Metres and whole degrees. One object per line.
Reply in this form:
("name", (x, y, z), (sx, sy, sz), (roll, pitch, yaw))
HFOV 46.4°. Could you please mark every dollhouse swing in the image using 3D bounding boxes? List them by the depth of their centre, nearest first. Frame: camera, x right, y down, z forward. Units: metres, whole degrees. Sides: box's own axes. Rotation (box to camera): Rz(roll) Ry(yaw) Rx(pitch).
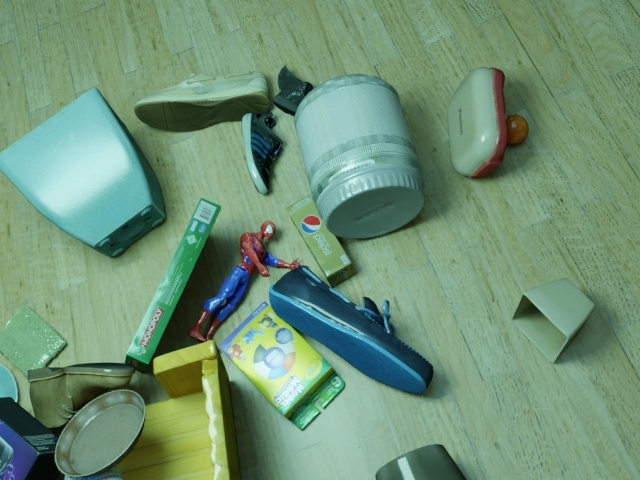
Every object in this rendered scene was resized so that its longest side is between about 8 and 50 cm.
("dollhouse swing", (-0.292, 0.395, 1.266), (0.304, 0.315, 0.347), (-8, 64, -4))

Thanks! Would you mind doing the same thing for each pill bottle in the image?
("pill bottle", (-0.348, 0.420, 1.210), (0.087, 0.087, 0.160), (-50, 40, -12))

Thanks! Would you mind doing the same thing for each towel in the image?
("towel", (-0.603, 0.209, 1.545), (0.148, 0.027, 0.110), (31, 74, 24))

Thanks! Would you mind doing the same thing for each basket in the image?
("basket", (0.188, 0.460, 1.200), (0.204, 0.154, 0.227), (-26, 59, 2))

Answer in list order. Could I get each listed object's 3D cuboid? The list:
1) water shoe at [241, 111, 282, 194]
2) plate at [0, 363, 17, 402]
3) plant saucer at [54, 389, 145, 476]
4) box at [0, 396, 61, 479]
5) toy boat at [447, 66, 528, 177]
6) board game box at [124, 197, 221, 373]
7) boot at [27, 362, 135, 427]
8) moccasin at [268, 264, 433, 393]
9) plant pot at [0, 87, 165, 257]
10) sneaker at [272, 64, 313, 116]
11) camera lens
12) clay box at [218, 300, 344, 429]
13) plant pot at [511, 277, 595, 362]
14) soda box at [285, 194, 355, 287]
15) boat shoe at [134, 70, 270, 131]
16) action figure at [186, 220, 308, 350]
("water shoe", (-0.120, -0.197, 1.607), (0.080, 0.073, 0.203), (-13, 64, 3))
("plate", (-0.693, 0.335, 1.508), (0.188, 0.024, 0.188), (-5, 66, 10))
("plant saucer", (-0.359, 0.323, 1.237), (0.168, 0.029, 0.168), (-18, 35, 13))
("box", (-0.603, 0.445, 1.361), (0.184, 0.103, 0.261), (29, 90, 25))
("toy boat", (0.350, -0.235, 1.507), (0.151, 0.151, 0.231), (9, 65, -17))
("board game box", (-0.285, 0.092, 1.432), (0.046, 0.213, 0.317), (25, 70, -9))
("boot", (-0.445, 0.286, 1.393), (0.305, 0.112, 0.115), (-16, 71, 41))
("moccasin", (0.066, 0.145, 1.365), (0.342, 0.138, 0.117), (33, 58, 13))
("plant pot", (-0.462, -0.112, 1.552), (0.247, 0.247, 0.252), (-38, 81, -7))
("sneaker", (-0.041, -0.316, 1.657), (0.170, 0.051, 0.089), (34, 81, 27))
("camera lens", (0.075, -0.169, 1.470), (0.219, 0.219, 0.274), (-16, 63, 4))
("clay box", (-0.073, 0.234, 1.408), (0.127, 0.053, 0.222), (-45, 64, -10))
("plant pot", (0.421, 0.132, 1.328), (0.096, 0.109, 0.109), (-32, 62, -17))
("soda box", (0.000, 0.000, 1.496), (0.058, 0.061, 0.181), (-29, 63, -2))
("boat shoe", (-0.265, -0.322, 1.680), (0.302, 0.109, 0.098), (-8, 59, 2))
("action figure", (-0.133, 0.091, 1.468), (0.139, 0.091, 0.280), (17, 71, 25))
